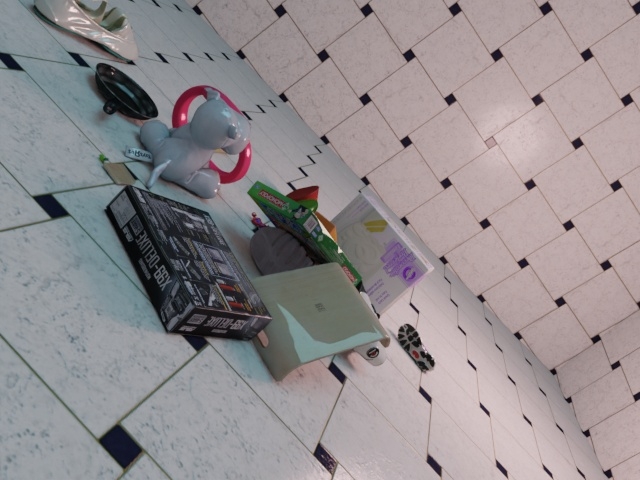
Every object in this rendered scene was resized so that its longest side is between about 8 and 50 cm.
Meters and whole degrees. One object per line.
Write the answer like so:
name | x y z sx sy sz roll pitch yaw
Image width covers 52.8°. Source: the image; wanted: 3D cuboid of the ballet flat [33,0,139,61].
ballet flat | -0.631 -0.628 1.849 0.139 0.139 0.400 52 16 18

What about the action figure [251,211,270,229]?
action figure | -0.160 -0.035 1.808 0.115 0.030 0.038 50 20 21

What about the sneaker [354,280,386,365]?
sneaker | 0.099 0.219 1.733 0.146 0.122 0.330 60 7 -26

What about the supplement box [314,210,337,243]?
supplement box | 0.000 0.000 1.872 0.080 0.078 0.233 38 -11 12

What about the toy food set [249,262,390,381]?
toy food set | -0.018 0.173 1.389 0.306 0.092 0.220 -10 54 -38

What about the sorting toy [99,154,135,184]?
sorting toy | -0.438 -0.151 1.377 0.083 0.012 0.062 52 21 8

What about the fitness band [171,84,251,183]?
fitness band | -0.292 -0.289 1.750 0.291 0.209 0.054 49 38 13

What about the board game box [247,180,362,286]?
board game box | -0.036 -0.009 1.641 0.213 0.046 0.317 29 -15 40

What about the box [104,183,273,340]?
box | -0.252 0.047 1.253 0.307 0.076 0.242 55 17 27

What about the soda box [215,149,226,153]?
soda box | -0.321 -0.316 2.017 0.058 0.061 0.181 49 15 7

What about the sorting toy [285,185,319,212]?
sorting toy | -0.053 -0.064 2.092 0.365 0.127 0.126 -83 158 -67

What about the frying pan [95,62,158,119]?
frying pan | -0.494 -0.346 1.650 0.197 0.053 0.326 33 22 -40

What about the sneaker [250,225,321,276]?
sneaker | -0.043 0.099 1.649 0.321 0.124 0.180 41 -6 19

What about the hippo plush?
hippo plush | -0.309 -0.264 1.582 0.234 0.236 0.294 53 16 20

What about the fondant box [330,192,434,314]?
fondant box | 0.162 0.045 2.062 0.330 0.238 0.096 50 15 12

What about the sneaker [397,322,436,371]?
sneaker | 0.303 0.345 2.055 0.170 0.068 0.071 59 2 12
